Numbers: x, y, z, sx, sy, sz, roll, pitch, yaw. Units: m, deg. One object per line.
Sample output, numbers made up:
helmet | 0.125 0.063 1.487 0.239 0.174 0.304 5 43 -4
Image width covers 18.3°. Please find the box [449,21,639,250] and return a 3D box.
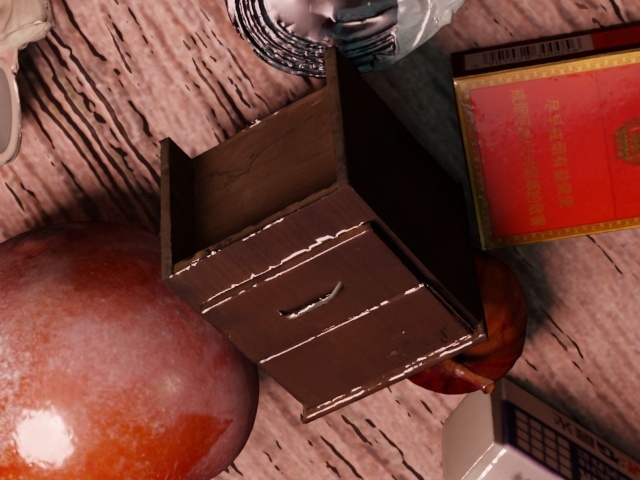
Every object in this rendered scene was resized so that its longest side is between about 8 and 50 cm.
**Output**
box | 0.231 -0.087 1.553 0.239 0.074 0.153 -9 110 7

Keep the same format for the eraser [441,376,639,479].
eraser | 0.234 0.232 1.667 0.279 0.124 0.081 33 112 -12

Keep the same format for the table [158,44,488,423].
table | 0.000 0.000 1.505 0.169 0.172 0.193 -26 132 20

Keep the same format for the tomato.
tomato | -0.188 0.100 1.551 0.270 0.270 0.227 -9 106 7

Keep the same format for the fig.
fig | 0.110 0.078 1.604 0.128 0.150 0.128 -5 153 -3

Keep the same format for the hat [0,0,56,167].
hat | -0.310 -0.163 1.540 0.219 0.164 0.226 8 154 -3

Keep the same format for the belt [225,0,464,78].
belt | 0.027 -0.205 1.502 0.198 0.078 0.151 -23 110 11
